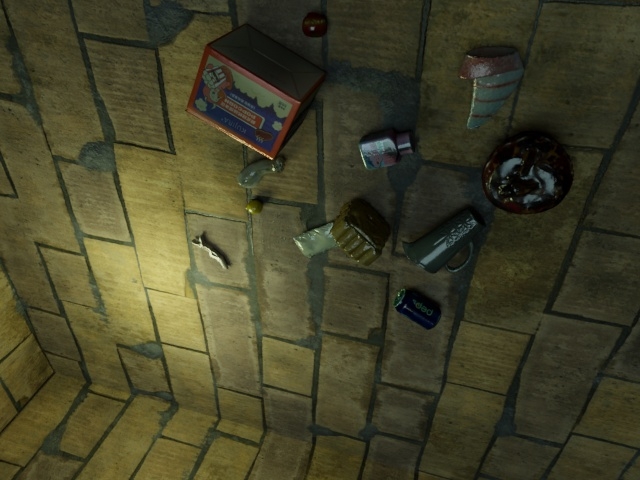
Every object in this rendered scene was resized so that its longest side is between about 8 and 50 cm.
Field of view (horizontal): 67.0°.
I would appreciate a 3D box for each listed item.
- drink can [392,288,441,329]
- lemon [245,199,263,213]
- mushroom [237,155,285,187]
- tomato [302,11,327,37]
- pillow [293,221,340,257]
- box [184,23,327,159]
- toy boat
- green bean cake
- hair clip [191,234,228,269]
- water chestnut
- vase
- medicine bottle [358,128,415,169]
[{"bbox_3d":[0.433,0.307,2.171,0.205,0.118,0.118,32,129,-6],"label":"drink can"},{"bbox_3d":[-0.291,-0.147,2.128,0.083,0.062,0.062,-2,124,18],"label":"lemon"},{"bbox_3d":[-0.242,-0.289,1.998,0.223,0.081,0.092,-22,97,29],"label":"mushroom"},{"bbox_3d":[-0.019,-0.716,1.608,0.087,0.087,0.075,7,99,14],"label":"tomato"},{"bbox_3d":[0.000,0.000,2.141,0.229,0.051,0.128,-21,118,28],"label":"pillow"},{"bbox_3d":[-0.214,-0.514,1.670,0.349,0.318,0.256,30,130,-4],"label":"box"},{"bbox_3d":[0.548,-0.487,1.585,0.206,0.096,0.282,-3,134,4],"label":"toy boat"},{"bbox_3d":[0.164,-0.038,1.948,0.230,0.224,0.131,43,127,-9],"label":"green bean cake"},{"bbox_3d":[-0.527,0.057,2.376,0.226,0.034,0.072,42,126,-14],"label":"hair clip"},{"bbox_3d":[0.681,-0.208,1.612,0.300,0.300,0.300,9,127,13],"label":"water chestnut"},{"bbox_3d":[0.511,0.004,1.913,0.251,0.156,0.301,41,121,-8],"label":"vase"},{"bbox_3d":[0.247,-0.340,1.778,0.188,0.094,0.119,-9,120,25],"label":"medicine bottle"}]
